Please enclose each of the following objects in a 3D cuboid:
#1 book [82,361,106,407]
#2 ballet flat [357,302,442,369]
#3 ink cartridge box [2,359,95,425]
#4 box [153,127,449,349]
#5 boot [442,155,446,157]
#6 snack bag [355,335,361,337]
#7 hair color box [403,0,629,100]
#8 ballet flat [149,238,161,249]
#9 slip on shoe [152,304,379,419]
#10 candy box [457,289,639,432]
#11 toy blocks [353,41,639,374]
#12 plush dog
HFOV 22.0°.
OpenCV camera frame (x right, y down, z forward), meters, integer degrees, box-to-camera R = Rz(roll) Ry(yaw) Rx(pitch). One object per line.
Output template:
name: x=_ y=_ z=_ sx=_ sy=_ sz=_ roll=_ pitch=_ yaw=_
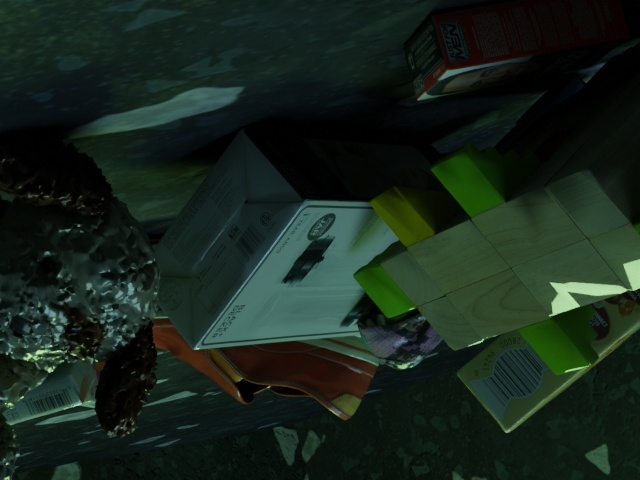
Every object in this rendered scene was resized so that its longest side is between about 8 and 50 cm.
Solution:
book: x=-0.277 y=0.154 z=1.984 sx=0.035 sy=0.096 sz=0.144 roll=-15 pitch=169 yaw=4
ballet flat: x=0.120 y=0.019 z=1.432 sx=0.221 sy=0.077 sz=0.079 roll=-44 pitch=129 yaw=5
ink cartridge box: x=-0.319 y=0.149 z=1.843 sx=0.145 sy=0.045 sz=0.179 roll=-17 pitch=-165 yaw=11
box: x=0.000 y=0.000 z=1.404 sx=0.290 sy=0.087 sz=0.169 roll=-1 pitch=134 yaw=-54
boot: x=0.034 y=0.012 z=1.594 sx=0.258 sy=0.123 sz=0.095 roll=-18 pitch=169 yaw=15
snack bag: x=0.200 y=0.077 z=2.432 sx=0.323 sy=0.037 sz=0.342 roll=-12 pitch=169 yaw=-12
hair color box: x=0.137 y=-0.139 z=1.158 sx=0.141 sy=0.043 sz=0.072 roll=-12 pitch=171 yaw=-16
ballet flat: x=-0.140 y=0.026 z=1.582 sx=0.074 sy=0.074 sz=0.203 roll=-22 pitch=165 yaw=35
slip on shoe: x=-0.096 y=0.133 z=1.884 sx=0.331 sy=0.101 sz=0.123 roll=11 pitch=171 yaw=20
candy box: x=0.298 y=0.064 z=1.716 sx=0.316 sy=0.087 sz=0.183 roll=-41 pitch=171 yaw=11
toy blocks: x=0.219 y=-0.059 z=1.252 sx=0.261 sy=0.191 sz=0.381 roll=-44 pitch=-172 yaw=-28
plush dog: x=-0.221 y=0.036 z=1.206 sx=0.225 sy=0.262 sz=0.211 roll=-9 pitch=-154 yaw=21
